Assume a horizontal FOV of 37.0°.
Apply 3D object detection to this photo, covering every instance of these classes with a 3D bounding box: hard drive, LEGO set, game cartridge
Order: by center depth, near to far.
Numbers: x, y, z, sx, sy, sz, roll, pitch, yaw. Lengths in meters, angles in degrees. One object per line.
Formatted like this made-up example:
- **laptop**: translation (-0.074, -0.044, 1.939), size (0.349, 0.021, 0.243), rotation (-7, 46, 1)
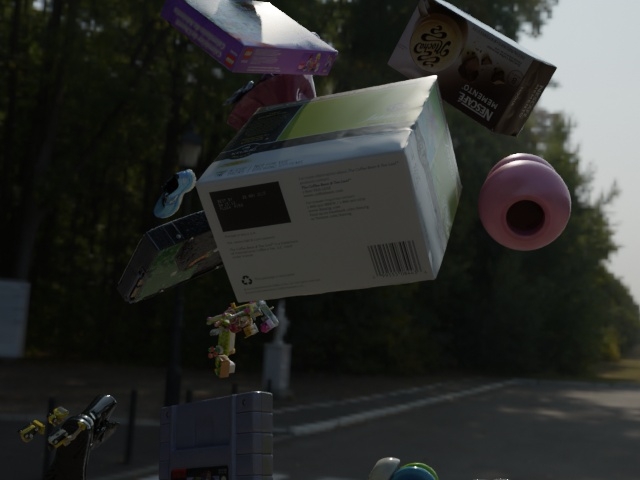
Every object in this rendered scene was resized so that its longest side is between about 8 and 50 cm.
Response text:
- **game cartridge**: translation (-0.208, 0.417, 1.815), size (0.068, 0.230, 0.355), rotation (15, -22, -34)
- **hard drive**: translation (-0.298, 0.015, 2.249), size (0.339, 0.064, 0.237), rotation (-25, -20, -41)
- **LEGO set**: translation (-0.230, 0.234, 2.353), size (0.107, 0.132, 0.287), rotation (-20, -21, -48)

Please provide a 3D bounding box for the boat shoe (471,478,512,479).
- **boat shoe**: translation (0.415, 0.594, 2.262), size (0.135, 0.045, 0.050), rotation (4, 21, 3)

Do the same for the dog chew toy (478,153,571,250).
- **dog chew toy**: translation (0.474, -0.109, 2.242), size (0.207, 0.206, 0.332), rotation (2, 22, 10)

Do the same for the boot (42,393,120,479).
- **boot**: translation (-0.540, 0.487, 2.179), size (0.094, 0.246, 0.207), rotation (16, 7, 6)

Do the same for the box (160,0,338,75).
- **box**: translation (-0.127, -0.383, 1.787), size (0.201, 0.057, 0.293), rotation (40, 27, 24)

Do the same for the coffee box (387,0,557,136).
- **coffee box**: translation (0.308, -0.360, 1.969), size (0.297, 0.168, 0.119), rotation (40, 23, 29)

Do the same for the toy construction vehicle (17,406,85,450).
- **toy construction vehicle**: translation (-0.509, 0.363, 1.821), size (0.086, 0.035, 0.098), rotation (18, 36, 32)

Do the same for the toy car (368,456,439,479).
- **toy car**: translation (0.137, 0.451, 1.593), size (0.159, 0.182, 0.136), rotation (29, -17, 13)

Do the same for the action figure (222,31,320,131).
- **action figure**: translation (-0.030, -0.221, 2.122), size (0.370, 0.275, 0.248), rotation (47, -33, -12)

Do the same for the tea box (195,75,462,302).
- **tea box**: translation (0.029, -0.087, 1.522), size (0.329, 0.220, 0.323), rotation (-7, 27, 21)

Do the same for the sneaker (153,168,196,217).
- **sneaker**: translation (-0.391, -0.123, 2.468), size (0.073, 0.063, 0.162), rotation (-3, -41, -52)
